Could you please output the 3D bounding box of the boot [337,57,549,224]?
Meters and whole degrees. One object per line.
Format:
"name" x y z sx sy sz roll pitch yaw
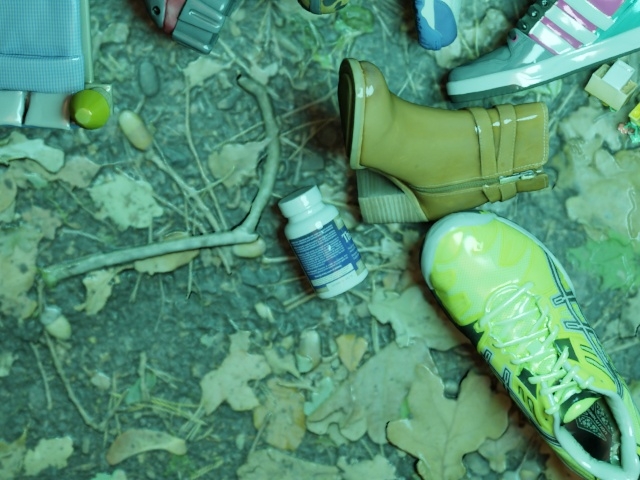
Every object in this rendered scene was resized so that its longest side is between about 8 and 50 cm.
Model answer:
"boot" 0.137 -0.113 1.717 0.220 0.109 0.283 -10 143 5

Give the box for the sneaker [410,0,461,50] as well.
"sneaker" 0.164 -0.353 1.739 0.131 0.112 0.296 3 101 -4

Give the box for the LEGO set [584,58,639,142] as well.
"LEGO set" 0.437 -0.114 1.824 0.287 0.107 0.132 6 65 0

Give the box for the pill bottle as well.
"pill bottle" 0.000 0.000 1.814 0.067 0.067 0.120 -27 101 1

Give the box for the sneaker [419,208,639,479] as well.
"sneaker" 0.258 0.121 1.796 0.145 0.147 0.385 -40 106 4

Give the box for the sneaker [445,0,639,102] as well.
"sneaker" 0.258 -0.270 1.756 0.295 0.124 0.178 -19 94 8

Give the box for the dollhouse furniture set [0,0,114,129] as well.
"dollhouse furniture set" -0.372 -0.241 1.630 0.303 0.198 0.286 5 112 8

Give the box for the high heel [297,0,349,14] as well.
"high heel" 0.029 -0.367 1.687 0.093 0.186 0.261 11 100 4

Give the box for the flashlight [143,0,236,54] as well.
"flashlight" -0.235 -0.311 1.733 0.304 0.103 0.103 25 54 -4
